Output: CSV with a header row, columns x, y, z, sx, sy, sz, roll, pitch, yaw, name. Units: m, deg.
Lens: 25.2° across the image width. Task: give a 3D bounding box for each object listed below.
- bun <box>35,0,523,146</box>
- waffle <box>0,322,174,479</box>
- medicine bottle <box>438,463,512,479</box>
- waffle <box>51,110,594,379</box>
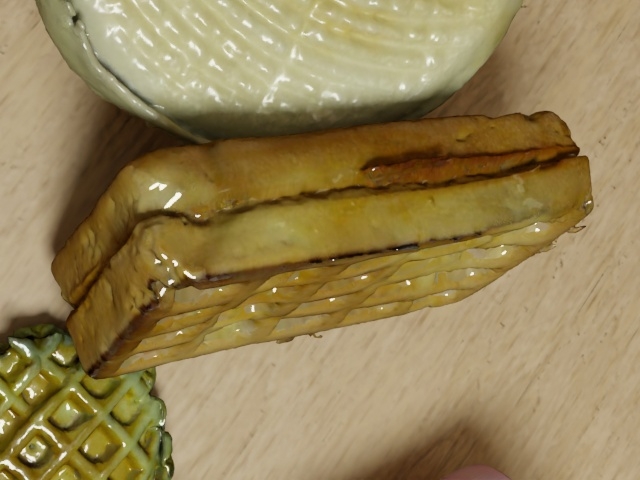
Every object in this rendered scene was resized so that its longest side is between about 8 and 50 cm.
x,y,z,sx,sy,sz,roll,pitch,yaw,name
-0.035,-0.238,0.964,0.364,0.202,0.364,-8,112,-21,bun
-0.205,0.162,0.996,0.214,0.054,0.208,2,93,-23,waffle
0.027,0.314,1.018,0.315,0.202,0.202,-26,101,-19,medicine bottle
0.000,0.000,0.973,0.327,0.224,0.098,-10,75,-27,waffle
